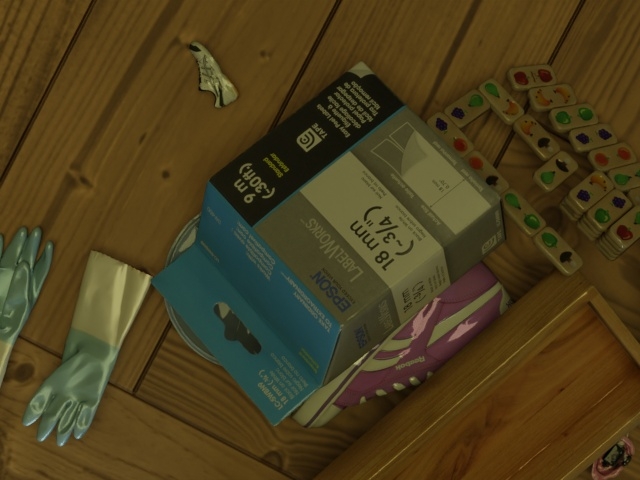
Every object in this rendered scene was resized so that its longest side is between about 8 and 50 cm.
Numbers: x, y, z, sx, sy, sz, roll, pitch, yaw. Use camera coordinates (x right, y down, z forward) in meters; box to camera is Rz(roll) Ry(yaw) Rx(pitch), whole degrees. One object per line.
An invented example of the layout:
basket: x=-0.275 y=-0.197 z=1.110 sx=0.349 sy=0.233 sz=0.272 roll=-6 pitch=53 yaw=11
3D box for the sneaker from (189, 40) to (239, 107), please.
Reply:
sneaker: x=-0.130 y=-0.190 z=1.838 sx=0.037 sy=0.032 sz=0.083 roll=-36 pitch=93 yaw=1

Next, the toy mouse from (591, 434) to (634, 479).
toy mouse: x=0.355 y=0.283 z=1.872 sx=0.143 sy=0.031 sz=0.161 roll=-29 pitch=93 yaw=1

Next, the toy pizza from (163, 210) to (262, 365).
toy pizza: x=-0.081 y=0.049 z=1.852 sx=0.201 sy=0.032 sz=0.201 roll=0 pitch=93 yaw=-4

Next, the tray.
tray: x=0.183 y=0.229 z=1.804 sx=0.411 sy=0.076 sz=0.203 roll=-41 pitch=124 yaw=3

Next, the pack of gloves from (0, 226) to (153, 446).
pack of gloves: x=-0.321 y=0.110 z=1.860 sx=0.195 sy=0.046 sz=0.232 roll=23 pitch=90 yaw=10

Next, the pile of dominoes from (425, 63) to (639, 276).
pile of dominoes: x=0.266 y=-0.094 z=1.777 sx=0.196 sy=0.040 sz=0.251 roll=-37 pitch=79 yaw=-31

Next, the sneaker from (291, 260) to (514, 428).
sneaker: x=0.108 y=0.148 z=1.829 sx=0.282 sy=0.102 sz=0.161 roll=-42 pitch=96 yaw=2

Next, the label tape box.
label tape box: x=0.000 y=0.000 z=1.742 sx=0.333 sy=0.106 sz=0.240 roll=-39 pitch=65 yaw=-9
